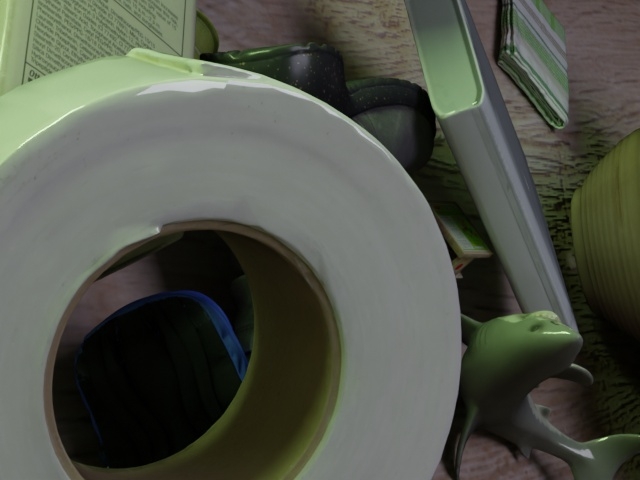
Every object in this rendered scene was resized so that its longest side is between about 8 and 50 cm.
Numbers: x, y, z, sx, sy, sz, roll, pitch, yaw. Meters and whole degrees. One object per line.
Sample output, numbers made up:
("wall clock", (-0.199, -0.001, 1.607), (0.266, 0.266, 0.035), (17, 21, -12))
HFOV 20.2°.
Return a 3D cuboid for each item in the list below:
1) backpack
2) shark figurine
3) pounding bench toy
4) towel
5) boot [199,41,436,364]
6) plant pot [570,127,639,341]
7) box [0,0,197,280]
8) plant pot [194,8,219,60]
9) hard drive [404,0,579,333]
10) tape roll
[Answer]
("backpack", (-0.083, 0.090, 1.008), (0.120, 0.098, 0.101), (63, 0, -4))
("shark figurine", (0.143, 0.143, 1.366), (0.116, 0.166, 0.278), (-66, 149, -22))
("pounding bench toy", (0.075, 0.010, 1.346), (0.052, 0.065, 0.083), (55, 24, 19))
("towel", (0.209, -0.192, 1.773), (0.113, 0.023, 0.152), (48, 31, -33))
("boot", (0.000, 0.000, 1.210), (0.338, 0.118, 0.223), (5, 80, -69))
("plant pot", (0.295, 0.004, 1.644), (0.237, 0.110, 0.237), (-10, 90, -71))
("box", (-0.158, -0.136, 1.021), (0.148, 0.121, 0.311), (38, 39, -38))
("plant pot", (-0.112, -0.101, 1.127), (0.083, 0.083, 0.079), (39, 50, -39))
("hard drive", (0.132, -0.074, 1.412), (0.307, 0.040, 0.203), (62, 13, -48))
("tape roll", (-0.076, 0.055, 0.866), (0.286, 0.100, 0.286), (-5, 102, -25))
